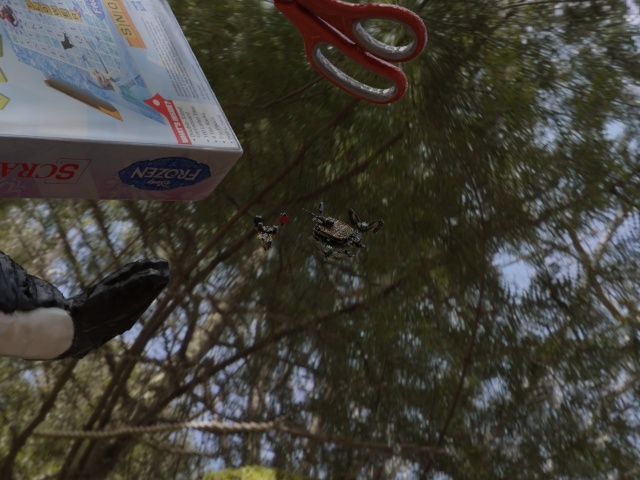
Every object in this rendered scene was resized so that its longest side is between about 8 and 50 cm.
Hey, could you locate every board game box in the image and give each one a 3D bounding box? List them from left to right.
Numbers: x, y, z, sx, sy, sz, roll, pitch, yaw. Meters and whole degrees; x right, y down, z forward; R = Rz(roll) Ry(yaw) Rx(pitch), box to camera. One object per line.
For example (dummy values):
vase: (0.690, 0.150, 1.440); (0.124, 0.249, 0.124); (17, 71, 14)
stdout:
board game box: (-0.250, -0.170, 0.710); (0.066, 0.318, 0.318); (-47, -122, 35)

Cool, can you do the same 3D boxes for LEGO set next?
LEGO set: (-0.002, -0.001, 0.648); (0.083, 0.054, 0.023); (6, -54, -3)

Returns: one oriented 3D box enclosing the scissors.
scissors: (-0.040, -0.216, 0.900); (0.297, 0.021, 0.109); (27, -40, -12)

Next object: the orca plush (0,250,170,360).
orca plush: (-0.162, -0.018, 0.338); (0.151, 0.287, 0.102); (-5, -102, 41)
